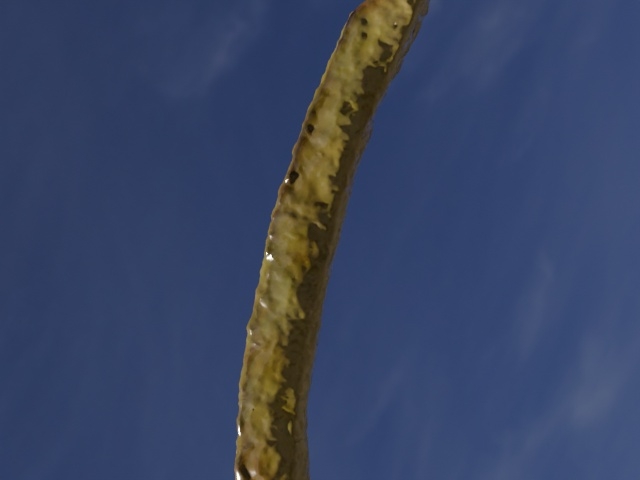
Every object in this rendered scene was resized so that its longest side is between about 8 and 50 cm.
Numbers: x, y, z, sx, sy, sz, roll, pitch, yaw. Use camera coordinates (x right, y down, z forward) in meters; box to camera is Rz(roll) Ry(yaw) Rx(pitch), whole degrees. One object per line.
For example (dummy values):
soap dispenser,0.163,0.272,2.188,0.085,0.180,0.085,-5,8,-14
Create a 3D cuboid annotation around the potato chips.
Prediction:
potato chips,0.000,0.000,1.053,0.057,0.080,0.407,4,-80,-71
